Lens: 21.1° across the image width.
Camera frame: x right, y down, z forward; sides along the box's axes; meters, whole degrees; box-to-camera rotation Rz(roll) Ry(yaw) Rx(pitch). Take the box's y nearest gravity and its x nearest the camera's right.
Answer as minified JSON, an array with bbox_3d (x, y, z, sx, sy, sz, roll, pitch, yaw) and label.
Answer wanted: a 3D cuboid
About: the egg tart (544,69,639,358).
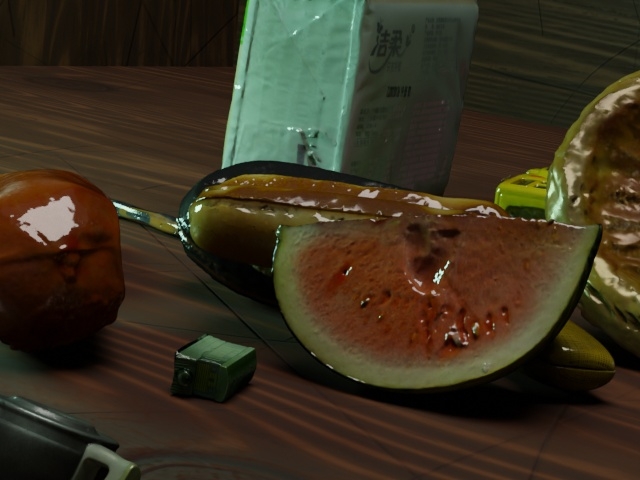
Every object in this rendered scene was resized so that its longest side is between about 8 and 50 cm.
[{"bbox_3d":[0.421,-0.012,1.799,0.388,0.388,0.169,8,-31,9],"label":"egg tart"}]

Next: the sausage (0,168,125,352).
[{"bbox_3d":[-0.257,0.013,1.578,0.141,0.153,0.268,-5,11,-10],"label":"sausage"}]

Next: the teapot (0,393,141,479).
[{"bbox_3d":[-0.177,0.149,1.062,0.092,0.091,0.124,23,-5,-22],"label":"teapot"}]

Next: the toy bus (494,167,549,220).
[{"bbox_3d":[0.370,0.003,2.011,0.330,0.144,0.152,11,12,31],"label":"toy bus"}]

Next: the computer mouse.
[{"bbox_3d":[0.000,0.004,1.824,0.323,0.116,0.183,14,39,24],"label":"computer mouse"}]

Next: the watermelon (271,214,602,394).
[{"bbox_3d":[0.111,0.071,1.553,0.303,0.159,0.128,-1,-17,21],"label":"watermelon"}]

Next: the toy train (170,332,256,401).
[{"bbox_3d":[-0.092,0.109,1.476,0.056,0.038,0.093,11,11,15],"label":"toy train"}]

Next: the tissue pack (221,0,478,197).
[{"bbox_3d":[0.044,-0.199,2.395,0.205,0.332,0.405,13,12,25],"label":"tissue pack"}]

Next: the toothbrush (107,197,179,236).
[{"bbox_3d":[-0.264,-0.042,2.225,0.031,0.023,0.321,-6,16,-38],"label":"toothbrush"}]

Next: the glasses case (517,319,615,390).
[{"bbox_3d":[0.202,0.093,1.648,0.079,0.064,0.234,6,10,-18],"label":"glasses case"}]

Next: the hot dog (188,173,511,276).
[{"bbox_3d":[0.038,0.001,1.651,0.337,0.100,0.135,8,11,18],"label":"hot dog"}]
